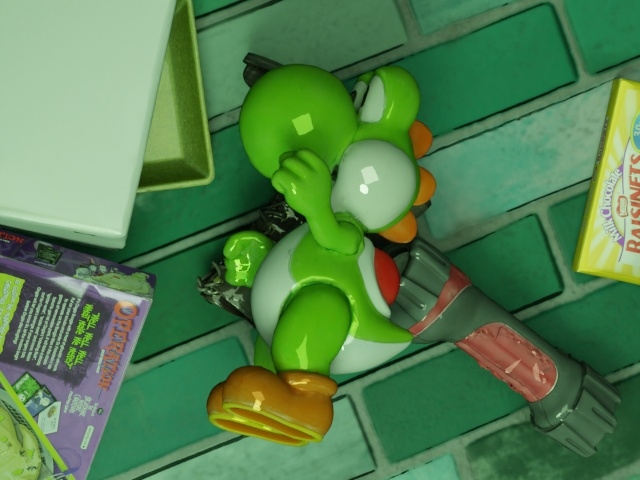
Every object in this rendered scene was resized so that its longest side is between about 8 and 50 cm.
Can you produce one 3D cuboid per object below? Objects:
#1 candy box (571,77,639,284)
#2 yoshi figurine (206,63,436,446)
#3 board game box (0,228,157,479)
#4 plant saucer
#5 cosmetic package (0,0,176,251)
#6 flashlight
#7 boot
[{"bbox_3d":[0.333,-0.057,1.829,0.105,0.027,0.206,11,93,-6],"label":"candy box"},{"bbox_3d":[-0.027,-0.008,1.608,0.203,0.203,0.362,9,73,32],"label":"yoshi figurine"},{"bbox_3d":[-0.301,0.147,1.659,0.208,0.056,0.347,20,122,-7],"label":"board game box"},{"bbox_3d":[-0.209,-0.137,1.728,0.188,0.045,0.188,-8,96,-8],"label":"plant saucer"},{"bbox_3d":[-0.206,-0.229,1.583,0.161,0.230,0.453,12,85,-6],"label":"cosmetic package"},{"bbox_3d":[0.169,0.111,1.754,0.304,0.103,0.103,38,91,-22],"label":"flashlight"},{"bbox_3d":[-0.039,-0.028,1.742,0.263,0.091,0.229,44,87,-12],"label":"boot"}]
